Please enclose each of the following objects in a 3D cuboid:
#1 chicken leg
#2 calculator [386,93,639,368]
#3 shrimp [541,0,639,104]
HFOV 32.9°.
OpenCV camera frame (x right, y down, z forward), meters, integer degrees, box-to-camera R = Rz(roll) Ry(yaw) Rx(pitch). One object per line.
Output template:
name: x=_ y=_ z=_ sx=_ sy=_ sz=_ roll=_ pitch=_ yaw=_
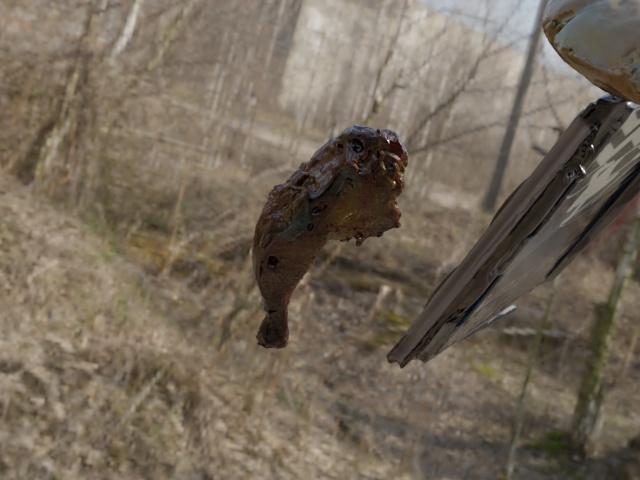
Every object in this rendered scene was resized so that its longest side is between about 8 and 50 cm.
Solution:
chicken leg: x=-0.004 y=-0.003 z=0.558 sx=0.062 sy=0.145 sz=0.037 roll=37 pitch=29 yaw=-11
calculator: x=0.152 y=-0.015 z=0.686 sx=0.165 sy=0.274 sz=0.028 roll=-24 pitch=67 yaw=-39
shrimp: x=0.199 y=-0.058 z=0.371 sx=0.267 sy=0.061 sz=0.145 roll=28 pitch=38 yaw=30
